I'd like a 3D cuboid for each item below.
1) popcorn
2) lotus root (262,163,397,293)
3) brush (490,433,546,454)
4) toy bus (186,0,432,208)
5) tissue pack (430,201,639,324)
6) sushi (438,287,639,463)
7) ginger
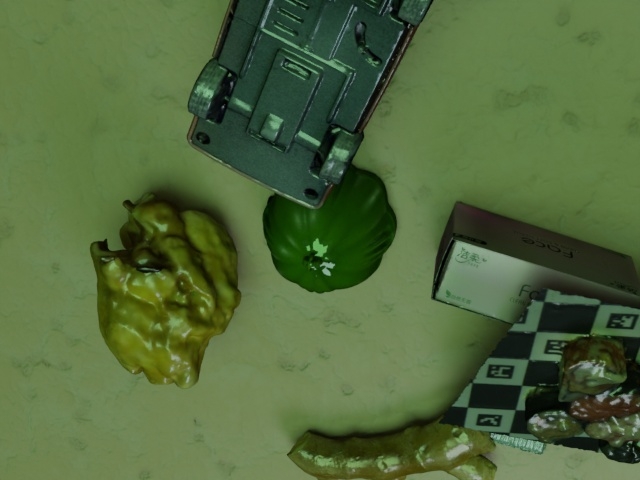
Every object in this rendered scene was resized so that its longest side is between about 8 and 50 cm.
[{"bbox_3d":[-0.200,0.061,1.489,0.190,0.191,0.253,-10,100,-1],"label":"popcorn"},{"bbox_3d":[0.000,0.000,1.439,0.186,0.186,0.186,3,111,9],"label":"lotus root"},{"bbox_3d":[0.298,0.195,1.546,0.083,0.010,0.218,16,111,4],"label":"brush"},{"bbox_3d":[0.013,-0.254,1.253,0.203,0.233,0.427,27,134,-1],"label":"toy bus"},{"bbox_3d":[0.270,0.045,1.422,0.246,0.148,0.092,17,112,1],"label":"tissue pack"},{"bbox_3d":[0.354,0.209,1.397,0.320,0.068,0.339,13,141,-10],"label":"sushi"},{"bbox_3d":[0.099,0.297,1.591,0.299,0.065,0.118,-5,104,15],"label":"ginger"}]
